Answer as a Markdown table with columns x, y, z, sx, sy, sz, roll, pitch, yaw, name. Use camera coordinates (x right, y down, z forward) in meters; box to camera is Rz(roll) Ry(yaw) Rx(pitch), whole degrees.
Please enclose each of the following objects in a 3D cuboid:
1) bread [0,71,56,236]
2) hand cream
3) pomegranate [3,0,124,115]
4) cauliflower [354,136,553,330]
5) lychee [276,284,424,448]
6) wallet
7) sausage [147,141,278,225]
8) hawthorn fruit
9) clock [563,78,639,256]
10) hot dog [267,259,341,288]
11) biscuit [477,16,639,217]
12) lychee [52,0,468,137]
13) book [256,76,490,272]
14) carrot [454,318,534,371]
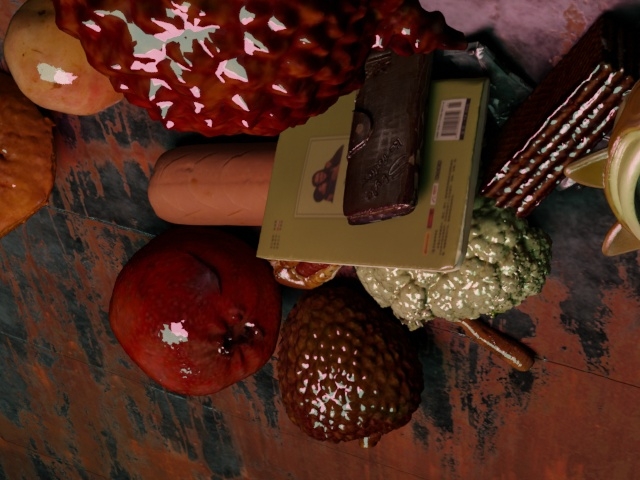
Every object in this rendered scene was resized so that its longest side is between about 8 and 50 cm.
| x | y | z | sx | sy | sz | roll | pitch | yaw | name |
| --- | --- | --- | --- | --- | --- | --- | --- | --- | --- |
| -0.562 | -0.117 | 2.052 | 0.312 | 0.312 | 0.172 | 27 | 162 | 4 | bread |
| 0.246 | -0.149 | 1.633 | 0.248 | 0.052 | 0.075 | 44 | 142 | -20 | hand cream |
| -0.333 | -0.257 | 1.803 | 0.191 | 0.191 | 0.191 | 19 | 144 | 15 | pomegranate |
| 0.178 | -0.001 | 1.751 | 0.250 | 0.275 | 0.272 | 14 | 140 | -41 | cauliflower |
| 0.042 | 0.200 | 2.080 | 0.236 | 0.236 | 0.271 | -5 | 113 | 40 | lychee |
| 0.080 | -0.136 | 1.627 | 0.122 | 0.232 | 0.031 | -10 | 157 | 44 | wallet |
| -0.121 | -0.081 | 1.924 | 0.304 | 0.121 | 0.121 | 1 | 136 | 34 | sausage |
| -0.214 | 0.102 | 2.122 | 0.307 | 0.265 | 0.265 | 25 | 150 | 41 | hawthorn fruit |
| 0.443 | -0.095 | 1.404 | 0.348 | 0.117 | 0.286 | -18 | 131 | 19 | clock |
| 0.000 | 0.000 | 1.985 | 0.131 | 0.069 | 0.253 | 41 | 143 | -15 | hot dog |
| 0.276 | -0.136 | 1.530 | 0.070 | 0.106 | 0.252 | 30 | 131 | -11 | biscuit |
| -0.081 | -0.299 | 1.363 | 0.500 | 0.424 | 0.424 | 27 | 146 | 12 | lychee |
| 0.062 | -0.084 | 1.675 | 0.035 | 0.239 | 0.352 | 17 | 170 | -42 | book |
| 0.255 | 0.148 | 2.022 | 0.165 | 0.035 | 0.035 | 33 | 146 | 0 | carrot |
